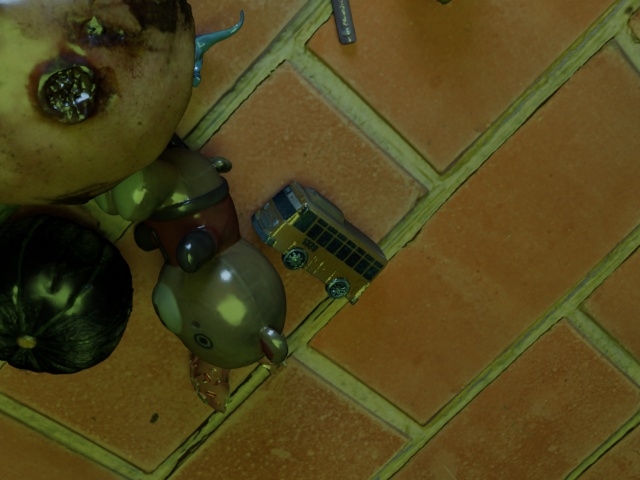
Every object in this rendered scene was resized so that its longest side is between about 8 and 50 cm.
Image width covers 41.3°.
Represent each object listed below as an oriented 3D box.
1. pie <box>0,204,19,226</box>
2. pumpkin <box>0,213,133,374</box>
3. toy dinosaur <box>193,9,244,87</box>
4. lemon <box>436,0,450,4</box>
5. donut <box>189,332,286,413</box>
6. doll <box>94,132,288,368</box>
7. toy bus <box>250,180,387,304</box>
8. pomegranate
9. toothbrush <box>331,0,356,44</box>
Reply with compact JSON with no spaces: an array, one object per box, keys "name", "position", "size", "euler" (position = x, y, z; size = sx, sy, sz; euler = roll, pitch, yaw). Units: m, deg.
[{"name":"pie","position":[-0.508,-0.097,1.022],"size":[0.306,0.071,0.307],"euler":[-5,119,-9]},{"name":"pumpkin","position":[-0.346,0.072,1.086],"size":[0.220,0.162,0.221],"euler":[6,133,7]},{"name":"toy dinosaur","position":[-0.170,-0.216,1.048],"size":[0.197,0.080,0.045],"euler":[-36,125,10]},{"name":"lemon","position":[0.143,-0.356,1.046],"size":[0.109,0.109,0.133],"euler":[-20,114,-4]},{"name":"donut","position":[-0.135,0.182,1.275],"size":[0.117,0.065,0.166],"euler":[37,101,-29]},{"name":"doll","position":[-0.157,0.015,1.105],"size":[0.174,0.235,0.330],"euler":[-34,113,-28]},{"name":"toy bus","position":[0.000,0.000,1.202],"size":[0.182,0.091,0.103],"euler":[36,101,-30]},{"name":"pomegranate","position":[-0.286,-0.187,0.886],"size":[0.321,0.322,0.322],"euler":[-6,118,-12]},{"name":"toothbrush","position":[0.000,-0.405,1.026],"size":[0.024,0.029,0.354],"euler":[-11,120,5]}]
